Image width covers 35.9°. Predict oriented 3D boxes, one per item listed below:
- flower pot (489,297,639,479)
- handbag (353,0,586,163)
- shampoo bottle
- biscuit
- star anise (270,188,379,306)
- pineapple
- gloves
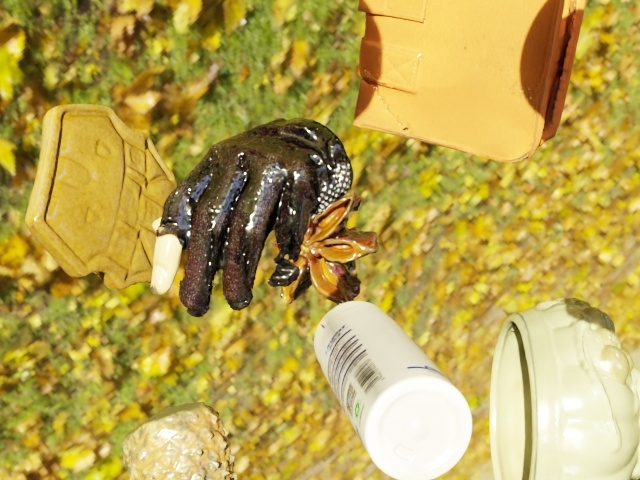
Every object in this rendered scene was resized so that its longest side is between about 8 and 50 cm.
[{"bbox_3d":[0.359,0.228,1.267,0.244,0.308,0.307,1,144,-2],"label":"flower pot"},{"bbox_3d":[0.197,-0.323,1.334,0.116,0.303,0.410,-36,137,-52],"label":"handbag"},{"bbox_3d":[0.053,0.122,0.925,0.092,0.092,0.303,-43,-166,0],"label":"shampoo bottle"},{"bbox_3d":[-0.203,-0.037,1.011,0.034,0.182,0.215,-9,155,32],"label":"biscuit"},{"bbox_3d":[0.000,0.000,1.558,0.126,0.190,0.220,-44,157,-58],"label":"star anise"},{"bbox_3d":[-0.116,0.253,0.926,0.108,0.198,0.108,-18,178,-1],"label":"pineapple"},{"bbox_3d":[-0.070,-0.023,0.798,0.180,0.129,0.106,-42,154,-32],"label":"gloves"}]
